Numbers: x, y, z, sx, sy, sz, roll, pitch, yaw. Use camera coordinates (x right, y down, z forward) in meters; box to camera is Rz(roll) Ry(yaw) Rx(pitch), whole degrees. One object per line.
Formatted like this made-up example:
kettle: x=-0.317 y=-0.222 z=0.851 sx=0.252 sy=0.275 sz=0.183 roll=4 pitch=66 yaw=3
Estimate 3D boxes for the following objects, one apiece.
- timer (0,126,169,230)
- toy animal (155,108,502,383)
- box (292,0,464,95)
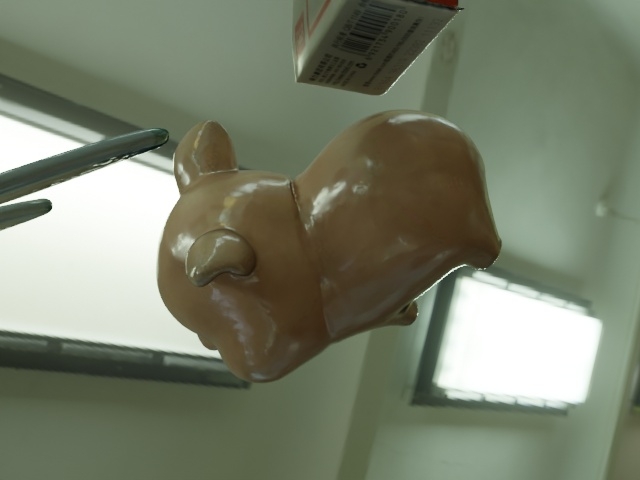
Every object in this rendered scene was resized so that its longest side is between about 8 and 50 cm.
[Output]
timer: x=-0.189 y=0.025 z=0.380 sx=0.255 sy=0.175 sz=0.175 roll=8 pitch=-87 yaw=-45
toy animal: x=0.000 y=0.000 z=0.915 sx=0.269 sy=0.326 sz=0.237 roll=31 pitch=-152 yaw=-28
box: x=0.039 y=-0.213 z=0.791 sx=0.099 sy=0.182 sz=0.133 roll=6 pitch=-104 yaw=-14
